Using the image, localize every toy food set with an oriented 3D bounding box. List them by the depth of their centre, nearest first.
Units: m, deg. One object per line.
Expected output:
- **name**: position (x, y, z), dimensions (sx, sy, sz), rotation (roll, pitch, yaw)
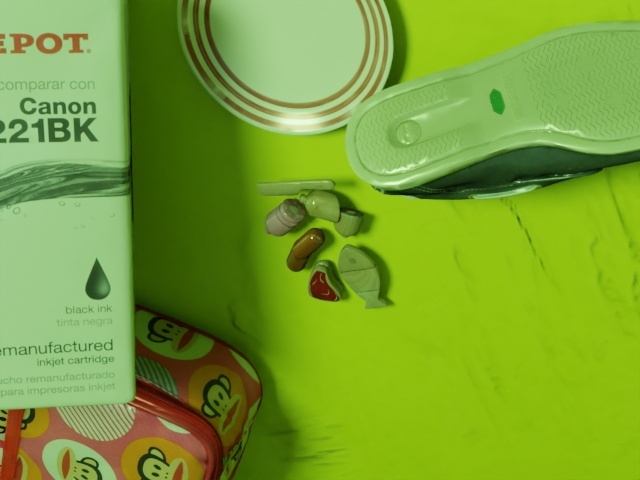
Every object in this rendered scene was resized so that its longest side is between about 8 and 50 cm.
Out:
- **toy food set**: position (0.000, 0.000, 0.790), dimensions (0.077, 0.019, 0.122), rotation (-2, 132, 20)

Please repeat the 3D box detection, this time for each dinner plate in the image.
- **dinner plate**: position (-0.022, -0.131, 0.700), dimensions (0.141, 0.017, 0.141), rotation (9, 128, 12)

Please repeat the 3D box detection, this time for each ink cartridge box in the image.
- **ink cartridge box**: position (-0.217, -0.036, 0.701), dimensions (0.197, 0.114, 0.273), rotation (-2, 114, -10)

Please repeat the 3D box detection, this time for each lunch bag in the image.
- **lunch bag**: position (-0.200, 0.172, 0.930), dimensions (0.258, 0.120, 0.293), rotation (23, 128, 7)

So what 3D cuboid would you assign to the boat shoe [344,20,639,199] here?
- **boat shoe**: position (0.135, -0.071, 0.667), dimensions (0.233, 0.084, 0.079), rotation (-11, 159, 18)
